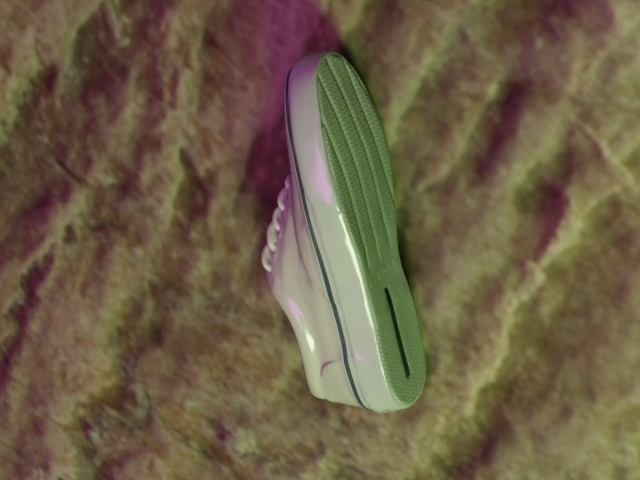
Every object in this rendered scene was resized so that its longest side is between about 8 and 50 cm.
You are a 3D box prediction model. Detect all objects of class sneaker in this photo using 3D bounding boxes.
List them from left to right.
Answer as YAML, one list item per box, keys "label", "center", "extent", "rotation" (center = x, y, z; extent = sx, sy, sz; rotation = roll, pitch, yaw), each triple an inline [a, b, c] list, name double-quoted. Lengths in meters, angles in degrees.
- label: "sneaker"
  center: [0.000, 0.000, 1.296]
  extent: [0.091, 0.094, 0.258]
  rotation: [-3, 104, 29]
